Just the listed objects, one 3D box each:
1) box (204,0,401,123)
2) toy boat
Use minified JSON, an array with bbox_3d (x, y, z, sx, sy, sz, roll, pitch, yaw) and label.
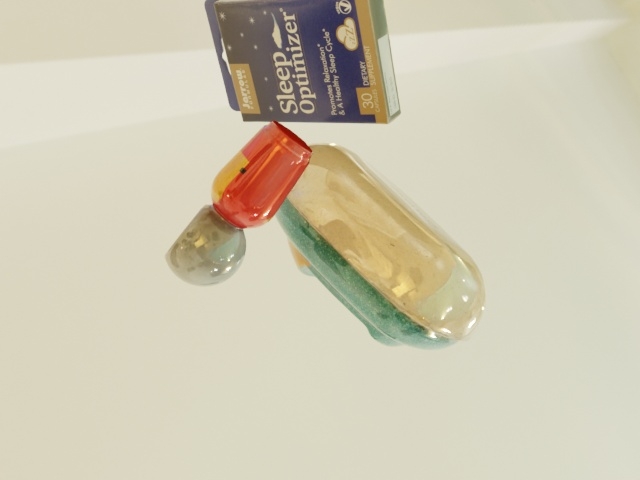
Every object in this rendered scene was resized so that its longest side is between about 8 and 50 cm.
[{"bbox_3d":[-0.031,-0.192,0.890,0.036,0.225,0.136,-42,-51,-45],"label":"box"},{"bbox_3d":[0.000,0.000,0.777,0.267,0.148,0.318,48,-165,34],"label":"toy boat"}]
